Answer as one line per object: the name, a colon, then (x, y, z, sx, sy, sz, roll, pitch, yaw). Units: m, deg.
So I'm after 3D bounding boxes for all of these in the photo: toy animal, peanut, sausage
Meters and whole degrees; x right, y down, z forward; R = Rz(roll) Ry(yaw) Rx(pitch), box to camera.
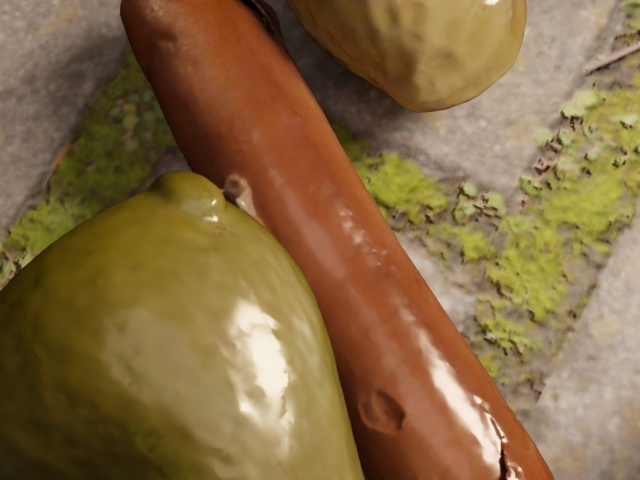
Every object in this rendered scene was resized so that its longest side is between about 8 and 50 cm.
toy animal: (-0.034, 0.157, 0.417, 0.180, 0.181, 0.363, -31, 77, 30)
peanut: (0.026, -0.220, 0.570, 0.149, 0.149, 0.313, -18, 73, 3)
sausage: (0.000, 0.000, 0.533, 0.094, 0.094, 0.419, -33, 73, 9)
